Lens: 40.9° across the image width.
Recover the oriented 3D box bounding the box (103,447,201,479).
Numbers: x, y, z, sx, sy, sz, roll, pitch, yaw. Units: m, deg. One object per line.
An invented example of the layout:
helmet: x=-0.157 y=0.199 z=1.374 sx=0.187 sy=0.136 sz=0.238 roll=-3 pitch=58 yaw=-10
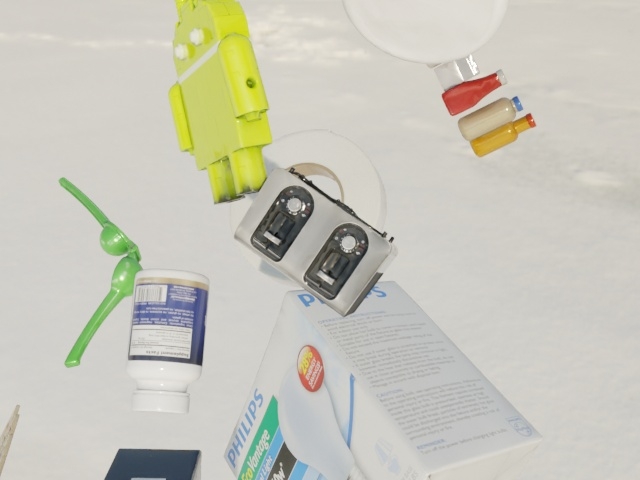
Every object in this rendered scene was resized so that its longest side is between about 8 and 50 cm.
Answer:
box: x=-0.337 y=0.622 z=1.649 sx=0.179 sy=0.313 sz=0.343 roll=1 pitch=15 yaw=1

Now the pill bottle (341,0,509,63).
pill bottle: x=0.133 y=-0.342 z=0.901 sx=0.169 sy=0.169 sz=0.301 roll=7 pitch=52 yaw=16

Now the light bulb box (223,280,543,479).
light bulb box: x=0.069 y=0.308 z=1.273 sx=0.225 sy=0.358 sz=0.361 roll=-3 pitch=36 yaw=-37

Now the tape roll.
tape roll: x=-0.032 y=-0.081 z=2.079 sx=0.392 sy=0.392 sz=0.072 roll=10 pitch=-13 yaw=22

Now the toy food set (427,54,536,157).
toy food set: x=0.237 y=-0.247 z=1.317 sx=0.104 sy=0.232 sz=0.111 roll=-25 pitch=6 yaw=18

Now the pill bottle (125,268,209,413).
pill bottle: x=-0.189 y=0.125 z=1.052 sx=0.094 sy=0.169 sz=0.094 roll=3 pitch=-12 yaw=1

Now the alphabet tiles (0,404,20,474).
alphabet tiles: x=-0.557 y=0.399 z=1.451 sx=0.009 sy=0.237 sz=0.198 roll=21 pitch=43 yaw=-19

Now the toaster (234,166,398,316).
toaster: x=0.000 y=0.000 z=1.041 sx=0.168 sy=0.110 sz=0.185 roll=36 pitch=3 yaw=7

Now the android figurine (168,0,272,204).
android figurine: x=-0.130 y=-0.184 z=1.064 sx=0.056 sy=0.273 sz=0.248 roll=-14 pitch=2 yaw=-26

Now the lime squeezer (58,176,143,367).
lime squeezer: x=-0.300 y=0.028 z=1.188 sx=0.110 sy=0.059 sz=0.310 roll=-20 pitch=56 yaw=8
